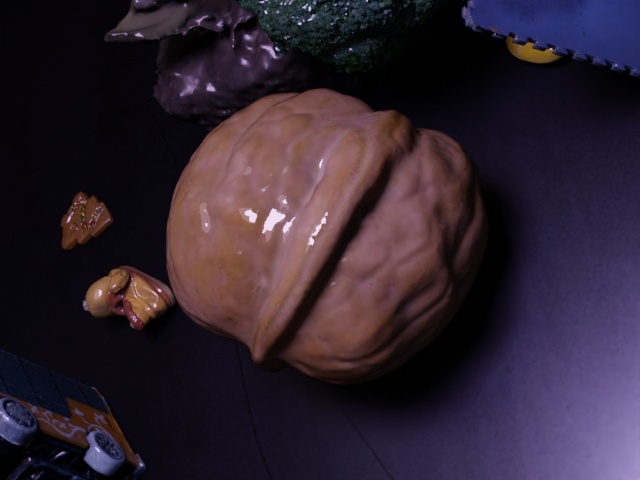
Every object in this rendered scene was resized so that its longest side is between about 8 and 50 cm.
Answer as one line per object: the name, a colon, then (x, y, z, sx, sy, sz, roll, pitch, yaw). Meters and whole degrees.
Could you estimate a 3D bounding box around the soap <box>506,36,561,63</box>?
soap: (0.252, -0.259, 1.160, 0.089, 0.033, 0.169, 23, 82, 39)

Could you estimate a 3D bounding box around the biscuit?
biscuit: (-0.307, -0.025, 1.464, 0.092, 0.016, 0.082, 2, 69, 38)

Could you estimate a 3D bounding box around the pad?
pad: (0.248, -0.276, 1.047, 0.012, 0.268, 0.270, 134, 145, -58)

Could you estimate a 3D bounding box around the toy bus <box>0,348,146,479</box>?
toy bus: (-0.344, 0.207, 1.203, 0.138, 0.275, 0.167, -48, 48, 7)

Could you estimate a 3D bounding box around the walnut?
walnut: (0.000, 0.000, 1.068, 0.296, 0.285, 0.285, 26, 83, 5)

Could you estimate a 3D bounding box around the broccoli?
broccoli: (0.031, -0.316, 1.085, 0.269, 0.254, 0.269, -46, 8, 9)

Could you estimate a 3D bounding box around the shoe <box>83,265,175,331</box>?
shoe: (-0.229, 0.067, 1.321, 0.109, 0.072, 0.069, 26, 53, 19)

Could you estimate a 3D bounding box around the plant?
plant: (-0.094, -0.242, 1.223, 0.213, 0.312, 0.215, -14, 58, 27)
